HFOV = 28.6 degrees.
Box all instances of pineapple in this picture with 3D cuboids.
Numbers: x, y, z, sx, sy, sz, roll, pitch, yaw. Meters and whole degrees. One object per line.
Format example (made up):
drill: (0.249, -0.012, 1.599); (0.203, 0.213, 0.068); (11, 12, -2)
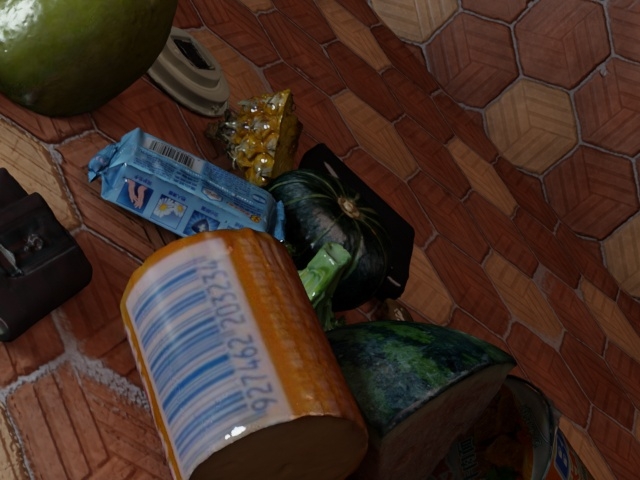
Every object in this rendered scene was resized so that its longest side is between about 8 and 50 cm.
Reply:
pineapple: (-0.125, -0.149, 2.111); (0.164, 0.250, 0.140); (15, 62, -1)

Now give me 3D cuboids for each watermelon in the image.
watermelon: (0.060, 0.225, 1.619); (0.283, 0.293, 0.250); (10, -12, 41)

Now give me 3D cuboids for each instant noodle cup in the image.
instant noodle cup: (0.251, 0.362, 1.759); (0.214, 0.296, 0.296); (46, 20, -32)

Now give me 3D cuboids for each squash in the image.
squash: (0.000, 0.000, 2.011); (0.252, 0.165, 0.252); (35, 26, -20)

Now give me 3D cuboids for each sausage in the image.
sausage: (-0.097, 0.159, 1.489); (0.233, 0.233, 0.287); (22, 33, -47)

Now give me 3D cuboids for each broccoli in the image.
broccoli: (-0.025, 0.078, 1.804); (0.194, 0.194, 0.220); (18, 31, -50)

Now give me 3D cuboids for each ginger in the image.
ginger: (0.186, 0.182, 2.195); (0.214, 0.059, 0.133); (47, 30, 3)

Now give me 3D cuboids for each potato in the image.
potato: (-0.335, -0.336, 1.809); (0.330, 0.280, 0.213); (31, 25, -38)

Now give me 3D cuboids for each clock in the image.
clock: (-0.243, -0.322, 2.246); (0.236, 0.053, 0.236); (40, 23, -21)

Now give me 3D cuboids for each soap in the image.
soap: (-0.189, -0.064, 1.813); (0.293, 0.077, 0.156); (27, 22, -8)

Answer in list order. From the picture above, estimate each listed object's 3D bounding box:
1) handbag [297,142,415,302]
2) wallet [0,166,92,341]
handbag: (0.052, -0.030, 2.260); (0.275, 0.088, 0.244); (45, 24, -15)
wallet: (-0.371, 0.015, 1.471); (0.182, 0.049, 0.229); (49, 24, -4)
